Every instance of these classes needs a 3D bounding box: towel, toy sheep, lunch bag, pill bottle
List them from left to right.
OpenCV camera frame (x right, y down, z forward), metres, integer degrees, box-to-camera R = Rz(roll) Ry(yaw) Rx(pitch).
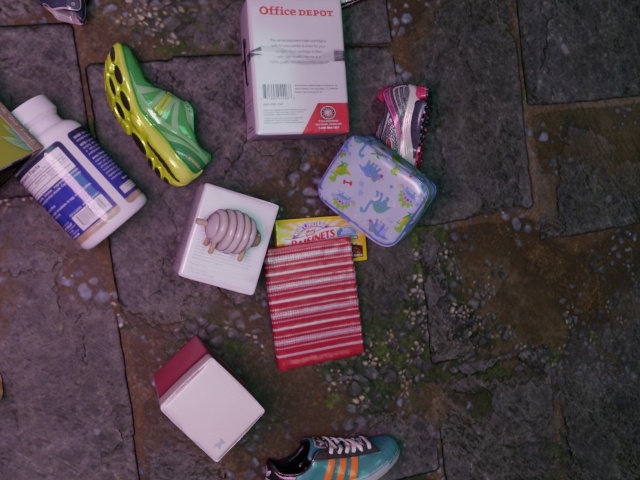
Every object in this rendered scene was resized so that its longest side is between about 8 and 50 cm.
[{"bbox_3d":[-0.462,-0.125,1.200,0.153,0.153,0.265,-42,103,-13],"label":"pill bottle"},{"bbox_3d":[-0.165,-0.015,1.178,0.132,0.091,0.091,15,87,-36],"label":"toy sheep"},{"bbox_3d":[-0.013,0.135,1.404,0.199,0.031,0.275,-9,99,-15],"label":"towel"},{"bbox_3d":[0.114,-0.103,1.362,0.219,0.090,0.176,38,113,15],"label":"lunch bag"}]

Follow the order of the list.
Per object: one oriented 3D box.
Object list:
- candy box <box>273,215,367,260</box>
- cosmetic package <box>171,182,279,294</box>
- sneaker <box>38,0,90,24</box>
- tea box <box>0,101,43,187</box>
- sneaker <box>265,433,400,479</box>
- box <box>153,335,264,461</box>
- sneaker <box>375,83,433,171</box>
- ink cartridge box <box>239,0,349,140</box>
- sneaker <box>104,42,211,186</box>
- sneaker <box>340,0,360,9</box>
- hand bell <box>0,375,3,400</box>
[{"bbox_3d":[0.000,0.000,1.421,0.206,0.027,0.105,-5,92,-18],"label":"candy box"},{"bbox_3d":[-0.191,-0.004,1.293,0.151,0.151,0.184,17,87,-17],"label":"cosmetic package"},{"bbox_3d":[-0.426,-0.496,1.228,0.226,0.086,0.163,-14,85,-8],"label":"sneaker"},{"bbox_3d":[-0.669,-0.085,0.987,0.329,0.323,0.220,-36,103,17],"label":"tea box"},{"bbox_3d":[0.027,0.470,1.401,0.302,0.108,0.121,-19,102,-15],"label":"sneaker"},{"bbox_3d":[-0.219,0.292,1.249,0.127,0.232,0.148,-45,104,-11],"label":"box"},{"bbox_3d":[0.170,-0.192,1.439,0.112,0.121,0.299,11,100,17],"label":"sneaker"},{"bbox_3d":[-0.056,-0.350,1.347,0.197,0.114,0.273,-4,94,-17],"label":"ink cartridge box"},{"bbox_3d":[-0.322,-0.248,1.283,0.123,0.109,0.295,-36,101,-37],"label":"sneaker"},{"bbox_3d":[0.088,-0.562,1.417,0.162,0.063,0.073,-26,96,-16],"label":"sneaker"},{"bbox_3d":[-0.718,0.287,1.168,0.242,0.126,0.126,-23,99,-5],"label":"hand bell"}]
